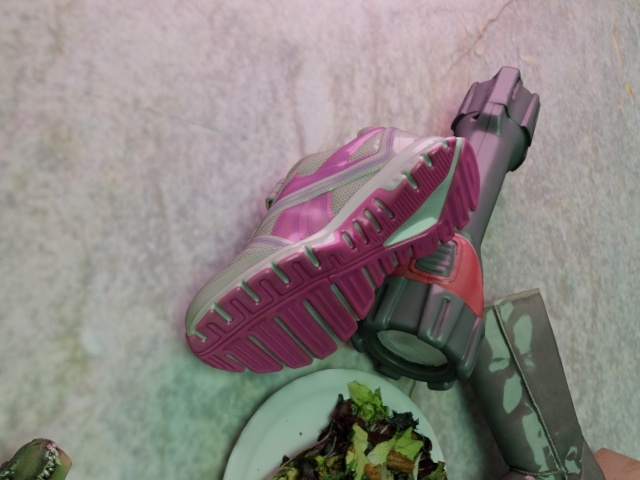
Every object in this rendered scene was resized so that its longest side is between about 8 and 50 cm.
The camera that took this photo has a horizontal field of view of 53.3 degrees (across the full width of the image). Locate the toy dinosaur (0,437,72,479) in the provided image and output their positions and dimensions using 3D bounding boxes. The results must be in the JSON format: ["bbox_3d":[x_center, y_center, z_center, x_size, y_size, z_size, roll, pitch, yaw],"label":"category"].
[{"bbox_3d":[-0.159,0.250,0.348,0.118,0.064,0.268,18,71,-22],"label":"toy dinosaur"}]

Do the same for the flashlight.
[{"bbox_3d":[0.128,-0.018,0.581,0.103,0.103,0.304,44,54,-22],"label":"flashlight"}]

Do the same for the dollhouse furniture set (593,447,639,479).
[{"bbox_3d":[0.302,0.312,0.597,0.123,0.144,0.151,-20,104,-30],"label":"dollhouse furniture set"}]

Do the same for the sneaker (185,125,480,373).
[{"bbox_3d":[0.000,0.000,0.492,0.252,0.111,0.103,-36,129,-15],"label":"sneaker"}]

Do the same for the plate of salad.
[{"bbox_3d":[0.022,0.196,0.476,0.200,0.048,0.199,8,73,-26],"label":"plate of salad"}]

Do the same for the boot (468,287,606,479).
[{"bbox_3d":[0.158,0.162,0.565,0.190,0.076,0.208,-17,86,-26],"label":"boot"}]
